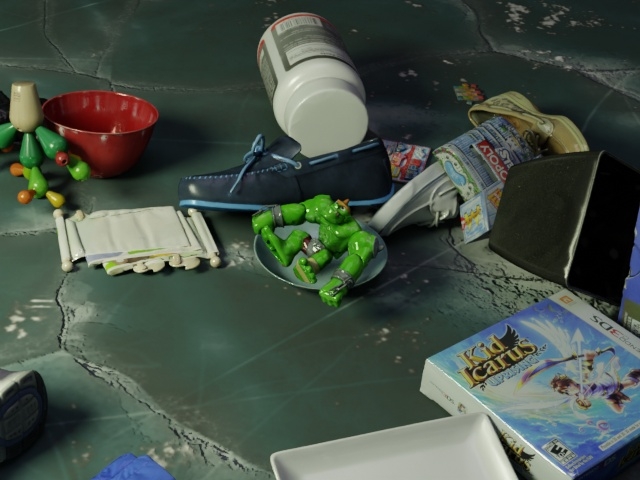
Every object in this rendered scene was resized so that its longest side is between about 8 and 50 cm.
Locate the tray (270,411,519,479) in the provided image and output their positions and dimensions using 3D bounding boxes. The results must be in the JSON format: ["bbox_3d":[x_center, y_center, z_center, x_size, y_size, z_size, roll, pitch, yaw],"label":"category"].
[{"bbox_3d":[0.089,0.279,1.212,0.270,0.030,0.145,-8,48,-18],"label":"tray"}]

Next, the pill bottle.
[{"bbox_3d":[-0.012,-0.266,1.881,0.161,0.161,0.283,-3,36,-12],"label":"pill bottle"}]

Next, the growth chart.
[{"bbox_3d":[-0.270,-0.002,1.588,0.237,0.021,0.172,-3,36,-11],"label":"growth chart"}]

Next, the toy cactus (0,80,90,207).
[{"bbox_3d":[-0.448,-0.147,1.634,0.219,0.181,0.112,16,28,33],"label":"toy cactus"}]

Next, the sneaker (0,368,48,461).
[{"bbox_3d":[-0.436,0.231,1.184,0.129,0.111,0.297,11,27,28],"label":"sneaker"}]

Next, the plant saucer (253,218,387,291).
[{"bbox_3d":[-0.001,0.025,1.573,0.194,0.037,0.195,4,34,-3],"label":"plant saucer"}]

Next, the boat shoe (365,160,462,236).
[{"bbox_3d":[0.179,-0.066,1.685,0.258,0.095,0.084,-36,83,-28],"label":"boat shoe"}]

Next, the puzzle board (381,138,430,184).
[{"bbox_3d":[0.130,-0.136,1.845,0.096,0.011,0.128,12,35,9],"label":"puzzle board"}]

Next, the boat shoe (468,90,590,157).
[{"bbox_3d":[0.358,-0.172,1.860,0.089,0.105,0.285,-14,29,-18],"label":"boat shoe"}]

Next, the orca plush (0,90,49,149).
[{"bbox_3d":[-0.553,-0.210,1.752,0.287,0.102,0.151,-5,22,-17],"label":"orca plush"}]

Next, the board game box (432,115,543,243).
[{"bbox_3d":[0.269,-0.084,1.663,0.194,0.060,0.194,-31,86,-39],"label":"board game box"}]

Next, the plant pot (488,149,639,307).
[{"bbox_3d":[0.351,-0.021,1.536,0.187,0.188,0.167,18,-4,-44],"label":"plant pot"}]

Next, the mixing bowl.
[{"bbox_3d":[-0.351,-0.163,1.732,0.181,0.098,0.181,6,28,-3],"label":"mixing bowl"}]

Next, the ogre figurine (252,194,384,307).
[{"bbox_3d":[0.000,0.000,1.503,0.118,0.097,0.197,-33,32,-19],"label":"ogre figurine"}]

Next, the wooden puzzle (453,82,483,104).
[{"bbox_3d":[0.283,-0.282,2.078,0.049,0.006,0.083,0,35,-8],"label":"wooden puzzle"}]

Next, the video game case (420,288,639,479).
[{"bbox_3d":[0.306,0.186,1.366,0.269,0.061,0.244,-22,42,-33],"label":"video game case"}]

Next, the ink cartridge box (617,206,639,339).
[{"bbox_3d":[0.550,0.004,1.476,0.395,0.270,0.151,-25,40,-36],"label":"ink cartridge box"}]

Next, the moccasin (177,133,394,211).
[{"bbox_3d":[-0.056,-0.105,1.659,0.341,0.117,0.137,-5,5,-26],"label":"moccasin"}]

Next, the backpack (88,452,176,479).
[{"bbox_3d":[-0.210,0.290,1.119,0.120,0.098,0.101,-37,42,-28],"label":"backpack"}]
